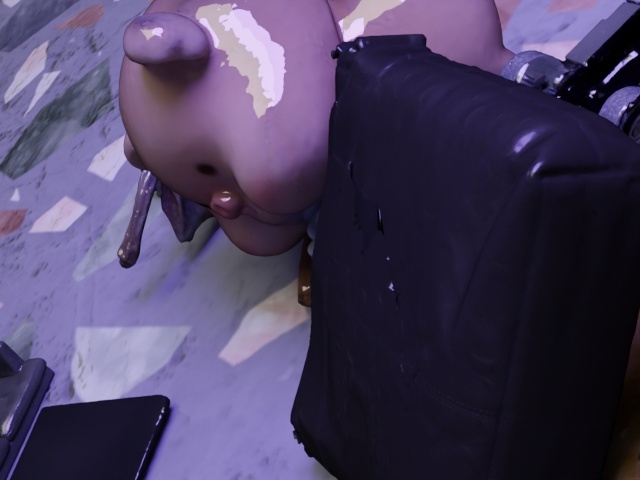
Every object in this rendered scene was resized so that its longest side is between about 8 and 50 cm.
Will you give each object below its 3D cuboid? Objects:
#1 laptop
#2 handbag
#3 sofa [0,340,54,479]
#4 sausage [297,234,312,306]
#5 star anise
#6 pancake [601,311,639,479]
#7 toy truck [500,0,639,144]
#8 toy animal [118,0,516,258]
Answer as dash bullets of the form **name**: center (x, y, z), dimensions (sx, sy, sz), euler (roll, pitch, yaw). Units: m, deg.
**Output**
- **laptop**: center (-0.177, 0.193, 0.805), dimensions (0.135, 0.016, 0.197), euler (-11, 47, 37)
- **handbag**: center (0.049, 0.037, 0.575), dimensions (0.223, 0.080, 0.247), euler (37, 123, 56)
- **sofa**: center (-0.273, 0.146, 0.909), dimensions (0.085, 0.060, 0.147), euler (-12, 44, 36)
- **sausage**: center (0.000, 0.000, 0.829), dimensions (0.026, 0.026, 0.116), euler (-22, 40, 28)
- **star anise**: center (-0.087, -0.083, 0.951), dimensions (0.209, 0.089, 0.231), euler (-29, 24, 32)
- **pancake**: center (0.270, 0.048, 0.455), dimensions (0.387, 0.082, 0.387), euler (-30, 32, 21)
- **toy truck**: center (0.166, -0.056, 0.638), dimensions (0.253, 0.124, 0.114), euler (-44, 34, -6)
- **toy animal**: center (0.002, -0.102, 0.758), dimensions (0.221, 0.229, 0.210), euler (-55, -7, -17)
